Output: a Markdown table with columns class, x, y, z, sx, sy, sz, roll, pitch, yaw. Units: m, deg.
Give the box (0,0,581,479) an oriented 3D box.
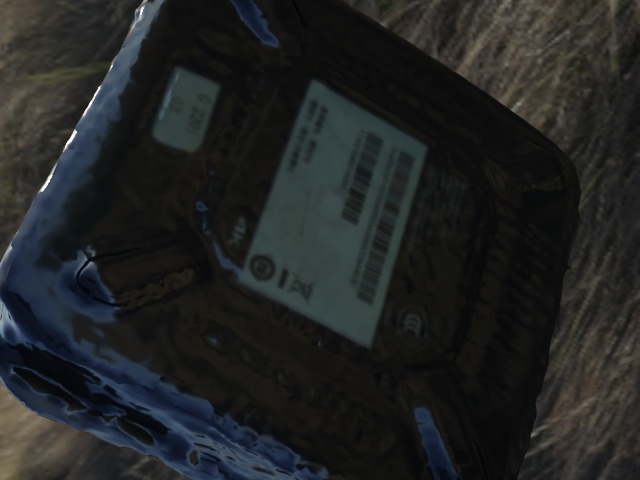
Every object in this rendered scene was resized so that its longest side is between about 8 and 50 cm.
| class | x | y | z | sx | sy | sz | roll | pitch | yaw |
| --- | --- | --- | --- | --- | --- | --- | --- | --- | --- |
| box | 0.000 | 0.000 | 0.762 | 0.091 | 0.350 | 0.359 | -38 | 27 | 53 |
